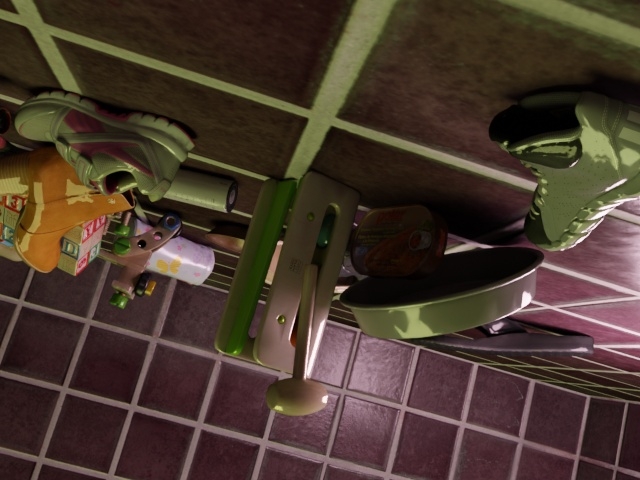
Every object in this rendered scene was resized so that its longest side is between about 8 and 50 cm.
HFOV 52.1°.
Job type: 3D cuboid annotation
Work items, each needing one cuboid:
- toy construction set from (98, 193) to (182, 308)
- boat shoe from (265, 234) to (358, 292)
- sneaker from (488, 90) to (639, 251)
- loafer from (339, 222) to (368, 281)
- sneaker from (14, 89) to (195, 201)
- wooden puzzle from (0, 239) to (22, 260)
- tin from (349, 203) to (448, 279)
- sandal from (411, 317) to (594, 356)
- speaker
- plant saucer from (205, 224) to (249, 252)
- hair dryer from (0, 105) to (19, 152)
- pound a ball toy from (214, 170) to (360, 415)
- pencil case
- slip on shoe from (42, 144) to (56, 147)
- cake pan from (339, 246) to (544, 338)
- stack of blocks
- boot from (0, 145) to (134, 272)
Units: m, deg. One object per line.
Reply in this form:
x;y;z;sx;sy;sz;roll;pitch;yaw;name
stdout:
-0.484;0.022;1.501;0.257;0.237;0.308;23;167;-34;toy construction set
-0.016;0.053;1.371;0.302;0.109;0.098;18;166;-42;boat shoe
0.201;-0.069;0.576;0.132;0.086;0.229;21;158;-2;sneaker
0.088;0.020;1.165;0.109;0.095;0.302;-24;157;23;loafer
-0.303;-0.122;0.881;0.252;0.111;0.103;14;169;11;sneaker
-0.652;-0.041;1.505;0.044;0.238;0.221;48;172;8;wooden puzzle
0.111;0.003;0.952;0.040;0.106;0.189;13;172;-31;tin
0.456;0.235;1.669;0.445;0.107;0.167;1;165;9;sandal
-0.208;-0.086;1.073;0.136;0.055;0.055;13;169;10;speaker
-0.162;0.003;1.489;0.198;0.036;0.198;15;168;3;plant saucer
-0.525;-0.179;0.946;0.223;0.080;0.293;5;-176;-42;hair dryer
-0.018;0.073;0.908;0.135;0.319;0.208;23;166;-33;pound a ball toy
-0.419;0.029;1.770;0.273;0.113;0.124;24;-151;-40;pencil case
-0.482;-0.150;1.161;0.135;0.051;0.041;9;144;34;slip on shoe
0.174;0.072;0.936;0.293;0.054;0.293;-14;-173;2;cake pan
-0.578;-0.077;1.293;0.297;0.087;0.171;25;125;3;stack of blocks
-0.432;-0.047;1.151;0.211;0.104;0.295;-4;142;-4;boot
